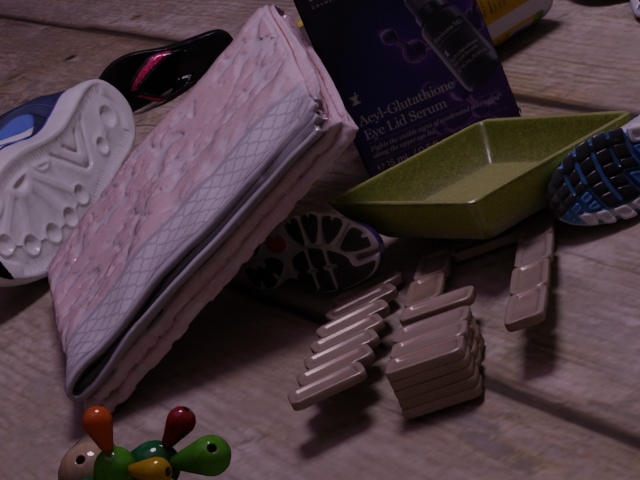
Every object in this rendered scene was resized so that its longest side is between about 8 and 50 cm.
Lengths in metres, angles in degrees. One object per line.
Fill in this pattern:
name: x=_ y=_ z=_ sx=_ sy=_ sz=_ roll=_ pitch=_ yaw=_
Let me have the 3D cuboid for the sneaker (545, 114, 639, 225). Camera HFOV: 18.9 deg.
sneaker: x=0.258 y=-0.068 z=1.512 sx=0.190 sy=0.071 sz=0.083 roll=-31 pitch=-2 yaw=-8

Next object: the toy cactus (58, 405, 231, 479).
toy cactus: x=-0.173 y=0.174 z=1.374 sx=0.219 sy=0.112 sz=0.180 roll=-33 pitch=12 yaw=2

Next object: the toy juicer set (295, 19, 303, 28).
toy juicer set: x=0.055 y=-0.244 z=2.082 sx=0.329 sy=0.089 sz=0.209 roll=-36 pitch=2 yaw=-14

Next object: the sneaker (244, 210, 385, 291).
sneaker: x=0.000 y=0.000 z=1.603 sx=0.071 sy=0.068 sz=0.170 roll=-24 pitch=13 yaw=-33

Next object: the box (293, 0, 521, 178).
box: x=0.071 y=-0.182 z=1.751 sx=0.153 sy=0.207 sz=0.108 roll=-24 pitch=22 yaw=2

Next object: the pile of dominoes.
pile of dominoes: x=0.087 y=0.063 z=1.444 sx=0.196 sy=0.040 sz=0.251 roll=-20 pitch=14 yaw=15

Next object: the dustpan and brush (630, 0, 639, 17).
dustpan and brush: x=0.309 y=-0.270 z=1.922 sx=0.147 sy=0.060 sz=0.211 roll=-21 pitch=15 yaw=13

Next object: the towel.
towel: x=-0.116 y=-0.035 z=1.651 sx=0.332 sy=0.053 sz=0.317 roll=-48 pitch=22 yaw=9

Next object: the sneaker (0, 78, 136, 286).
sneaker: x=-0.340 y=-0.032 z=1.986 sx=0.236 sy=0.130 sz=0.323 roll=-22 pitch=25 yaw=34

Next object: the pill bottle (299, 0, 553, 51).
pill bottle: x=0.099 y=-0.225 z=1.913 sx=0.245 sy=0.136 sz=0.136 roll=-33 pitch=23 yaw=-18

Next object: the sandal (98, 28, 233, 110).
sandal: x=-0.181 y=-0.195 z=2.246 sx=0.179 sy=0.067 sz=0.040 roll=-23 pitch=33 yaw=-1

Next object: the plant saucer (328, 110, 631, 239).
plant saucer: x=0.134 y=-0.048 z=1.566 sx=0.188 sy=0.045 sz=0.188 roll=-29 pitch=17 yaw=-32
